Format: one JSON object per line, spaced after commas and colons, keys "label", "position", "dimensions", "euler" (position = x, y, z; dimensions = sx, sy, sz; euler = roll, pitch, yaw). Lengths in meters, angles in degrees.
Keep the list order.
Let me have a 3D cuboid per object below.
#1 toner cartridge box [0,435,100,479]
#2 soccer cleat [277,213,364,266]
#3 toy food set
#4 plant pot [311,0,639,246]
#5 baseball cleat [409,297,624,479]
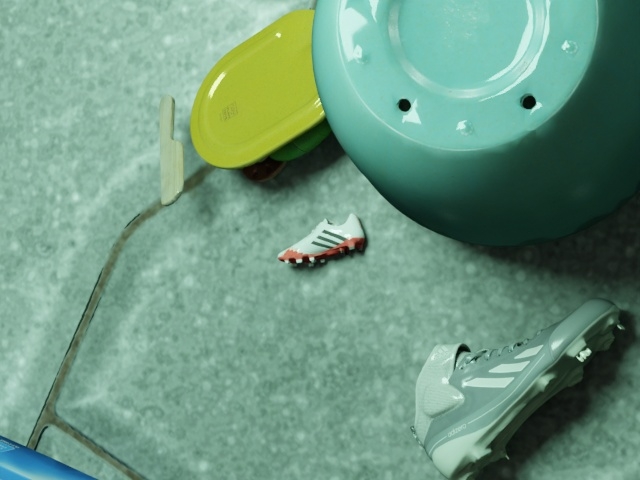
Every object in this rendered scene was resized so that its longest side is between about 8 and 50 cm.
{"label": "toner cartridge box", "position": [-0.317, 0.281, 1.620], "dimensions": [0.348, 0.075, 0.165], "euler": [18, 99, 27]}
{"label": "soccer cleat", "position": [0.000, 0.000, 1.476], "dimensions": [0.083, 0.029, 0.035], "euler": [-15, 74, 25]}
{"label": "toy food set", "position": [-0.042, -0.113, 1.482], "dimensions": [0.218, 0.071, 0.128], "euler": [-29, 53, 24]}
{"label": "plant pot", "position": [0.124, -0.144, 1.251], "dimensions": [0.293, 0.235, 0.293], "euler": [-1, 88, 14]}
{"label": "baseball cleat", "position": [0.148, 0.102, 1.369], "dimensions": [0.206, 0.072, 0.109], "euler": [-48, 62, 16]}
